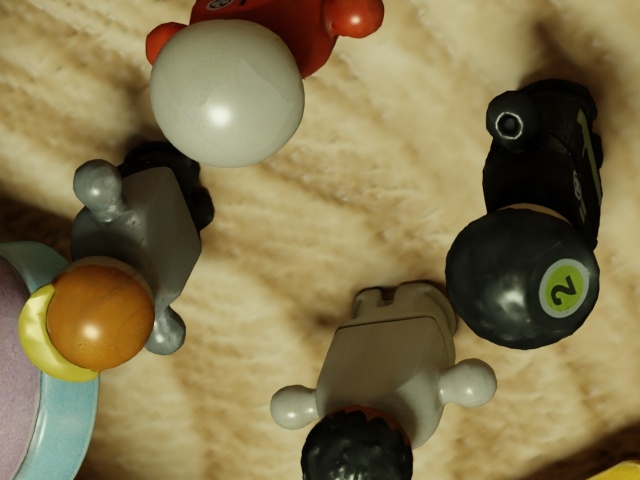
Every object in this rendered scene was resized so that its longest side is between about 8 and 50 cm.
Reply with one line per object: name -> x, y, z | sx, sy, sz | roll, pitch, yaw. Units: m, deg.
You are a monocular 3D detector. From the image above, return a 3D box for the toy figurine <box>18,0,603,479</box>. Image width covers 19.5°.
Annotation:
toy figurine -> 0.000, 0.000, 0.783 | 0.213, 0.148, 0.209 | 32, 124, -7

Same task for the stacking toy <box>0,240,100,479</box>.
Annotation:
stacking toy -> -0.193, 0.156, 0.911 | 0.279, 0.130, 0.309 | -15, 76, 48

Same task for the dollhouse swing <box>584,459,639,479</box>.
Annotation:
dollhouse swing -> 0.202, 0.298, 0.978 | 0.347, 0.305, 0.315 | -32, 68, 30
